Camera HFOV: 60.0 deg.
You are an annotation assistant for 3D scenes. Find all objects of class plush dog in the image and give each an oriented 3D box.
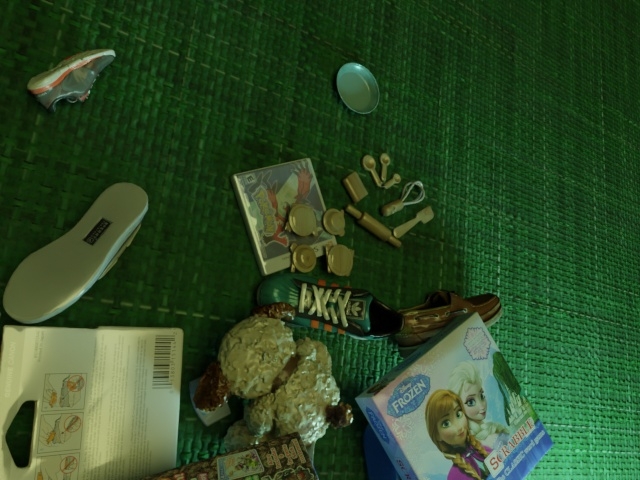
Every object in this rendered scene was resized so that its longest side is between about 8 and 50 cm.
[{"bbox_3d":[-0.077,0.229,0.923,0.225,0.210,0.262,47,60,-16],"label":"plush dog"}]

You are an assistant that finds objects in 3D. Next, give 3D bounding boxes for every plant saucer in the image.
[{"bbox_3d":[0.080,-0.340,1.250,0.119,0.021,0.119,7,77,-33],"label":"plant saucer"}]

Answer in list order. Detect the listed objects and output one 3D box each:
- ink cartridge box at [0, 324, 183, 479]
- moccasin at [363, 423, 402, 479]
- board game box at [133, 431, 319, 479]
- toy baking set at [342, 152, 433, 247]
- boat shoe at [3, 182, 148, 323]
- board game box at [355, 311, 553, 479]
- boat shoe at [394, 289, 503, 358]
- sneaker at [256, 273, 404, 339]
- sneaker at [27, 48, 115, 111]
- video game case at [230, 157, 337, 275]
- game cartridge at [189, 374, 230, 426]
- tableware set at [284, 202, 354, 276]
[{"bbox_3d":[-0.343,0.275,0.819,0.261,0.066,0.296,9,76,-35],"label":"ink cartridge box"},{"bbox_3d":[0.176,0.518,1.079,0.117,0.138,0.342,1,81,-38],"label":"moccasin"},{"bbox_3d":[-0.141,0.438,0.777,0.291,0.141,0.232,-11,120,-17],"label":"board game box"},{"bbox_3d":[0.160,-0.087,1.248,0.256,0.030,0.196,38,62,-22],"label":"toy baking set"},{"bbox_3d":[-0.364,0.024,0.850,0.096,0.088,0.267,28,58,0],"label":"boat shoe"},{"bbox_3d":[0.271,0.354,1.078,0.319,0.066,0.318,-30,89,-32],"label":"board game box"},{"bbox_3d":[0.292,0.160,1.238,0.307,0.111,0.104,-18,92,-35],"label":"boat shoe"},{"bbox_3d":[0.030,0.125,1.067,0.302,0.121,0.108,17,72,-29],"label":"sneaker"},{"bbox_3d":[-0.400,-0.263,0.911,0.158,0.061,0.065,-44,132,-30],"label":"sneaker"},{"bbox_3d":[-0.067,-0.051,1.097,0.183,0.023,0.201,-19,91,-35],"label":"video game case"},{"bbox_3d":[-0.193,0.274,0.956,0.056,0.017,0.083,-22,93,-31],"label":"game cartridge"},{"bbox_3d":[0.000,0.000,1.106,0.169,0.020,0.141,4,80,-34],"label":"tableware set"}]
